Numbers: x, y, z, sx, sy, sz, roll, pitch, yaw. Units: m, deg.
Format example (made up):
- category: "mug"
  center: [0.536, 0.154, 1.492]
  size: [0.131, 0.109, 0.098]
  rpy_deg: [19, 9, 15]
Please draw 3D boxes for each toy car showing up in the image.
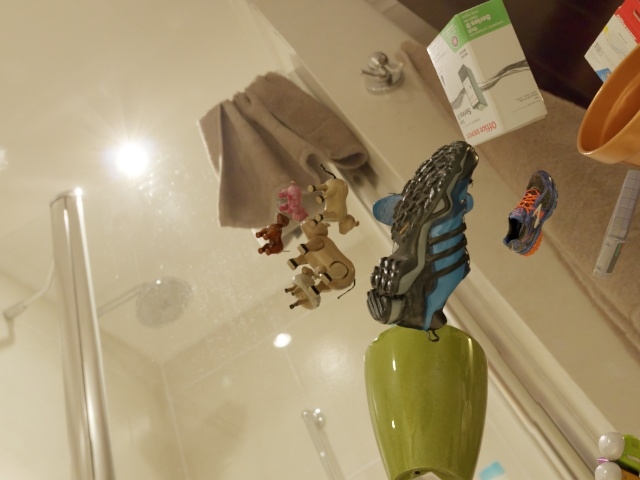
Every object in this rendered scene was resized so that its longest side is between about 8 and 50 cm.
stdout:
- category: "toy car"
  center: [0.789, 0.603, 1.326]
  size: [0.159, 0.182, 0.136]
  rpy_deg: [24, -29, 2]

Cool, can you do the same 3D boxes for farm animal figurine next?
- category: "farm animal figurine"
  center: [0.000, 0.000, 1.362]
  size: [0.172, 0.326, 0.330]
  rpy_deg: [-23, -5, -44]

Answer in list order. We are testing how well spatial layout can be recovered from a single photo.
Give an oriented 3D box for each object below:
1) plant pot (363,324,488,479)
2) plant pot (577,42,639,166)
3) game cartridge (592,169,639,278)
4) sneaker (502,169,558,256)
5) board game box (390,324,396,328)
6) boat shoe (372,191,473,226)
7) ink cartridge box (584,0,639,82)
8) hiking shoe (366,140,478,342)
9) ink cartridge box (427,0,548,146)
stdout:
- category: "plant pot"
  center: [0.214, 0.364, 1.015]
  size: [0.275, 0.293, 0.274]
  rpy_deg: [4, -56, 6]
- category: "plant pot"
  center: [0.740, -0.275, 1.092]
  size: [0.203, 0.291, 0.291]
  rpy_deg: [26, -56, 1]
- category: "game cartridge"
  center: [0.984, -0.038, 1.676]
  size: [0.230, 0.068, 0.355]
  rpy_deg: [-66, -27, -21]
- category: "sneaker"
  center: [0.523, -0.068, 1.270]
  size: [0.087, 0.083, 0.221]
  rpy_deg: [8, -81, -26]
- category: "board game box"
  center: [0.279, 0.251, 1.519]
  size: [0.154, 0.103, 0.026]
  rpy_deg: [6, -12, -29]
- category: "boat shoe"
  center: [0.269, -0.082, 1.333]
  size: [0.258, 0.089, 0.109]
  rpy_deg: [2, -72, 18]
- category: "ink cartridge box"
  center: [0.843, -0.547, 1.381]
  size: [0.078, 0.134, 0.231]
  rpy_deg: [-19, -20, -10]
- category: "hiking shoe"
  center: [0.180, -0.002, 0.791]
  size: [0.132, 0.113, 0.304]
  rpy_deg: [20, -83, -20]
- category: "ink cartridge box"
  center: [0.396, -0.391, 1.226]
  size: [0.121, 0.289, 0.211]
  rpy_deg: [-24, 2, -6]
